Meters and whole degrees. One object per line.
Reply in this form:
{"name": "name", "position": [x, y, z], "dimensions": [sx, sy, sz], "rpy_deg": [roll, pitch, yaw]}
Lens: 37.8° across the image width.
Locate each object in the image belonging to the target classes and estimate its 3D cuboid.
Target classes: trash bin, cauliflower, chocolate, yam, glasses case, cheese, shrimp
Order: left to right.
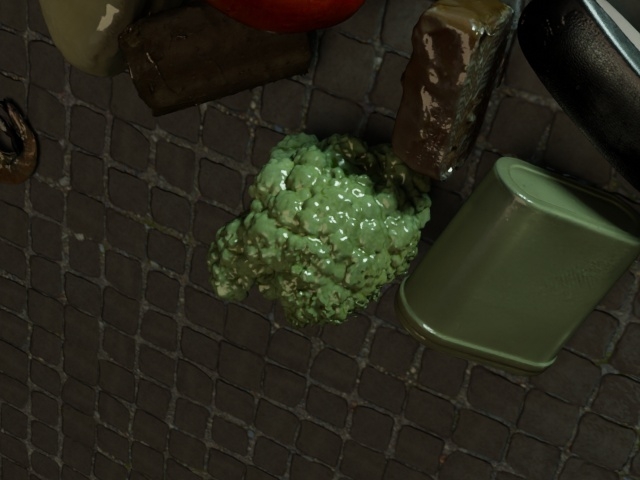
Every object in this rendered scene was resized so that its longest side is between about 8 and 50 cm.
{"name": "shrimp", "position": [-0.574, -0.191, 1.590], "dimensions": [0.219, 0.046, 0.152], "rpy_deg": [38, 128, 1]}
{"name": "cheese", "position": [-0.300, -0.357, 1.271], "dimensions": [0.251, 0.173, 0.248], "rpy_deg": [25, 116, 13]}
{"name": "yam", "position": [-0.141, -0.246, 1.213], "dimensions": [0.129, 0.238, 0.128], "rpy_deg": [62, 164, 21]}
{"name": "cauliflower", "position": [-0.005, -0.019, 1.262], "dimensions": [0.281, 0.326, 0.261], "rpy_deg": [152, 96, -80]}
{"name": "chocolate", "position": [0.154, -0.187, 1.136], "dimensions": [0.093, 0.148, 0.214], "rpy_deg": [28, 124, 20]}
{"name": "trash bin", "position": [0.250, 0.036, 1.181], "dimensions": [0.243, 0.121, 0.247], "rpy_deg": [17, 126, -19]}
{"name": "glasses case", "position": [0.348, -0.162, 1.071], "dimensions": [0.314, 0.075, 0.122], "rpy_deg": [49, 147, 2]}

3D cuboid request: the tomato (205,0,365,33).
{"name": "tomato", "position": [-0.056, -0.385, 1.076], "dimensions": [0.226, 0.298, 0.299], "rpy_deg": [28, 140, 67]}
